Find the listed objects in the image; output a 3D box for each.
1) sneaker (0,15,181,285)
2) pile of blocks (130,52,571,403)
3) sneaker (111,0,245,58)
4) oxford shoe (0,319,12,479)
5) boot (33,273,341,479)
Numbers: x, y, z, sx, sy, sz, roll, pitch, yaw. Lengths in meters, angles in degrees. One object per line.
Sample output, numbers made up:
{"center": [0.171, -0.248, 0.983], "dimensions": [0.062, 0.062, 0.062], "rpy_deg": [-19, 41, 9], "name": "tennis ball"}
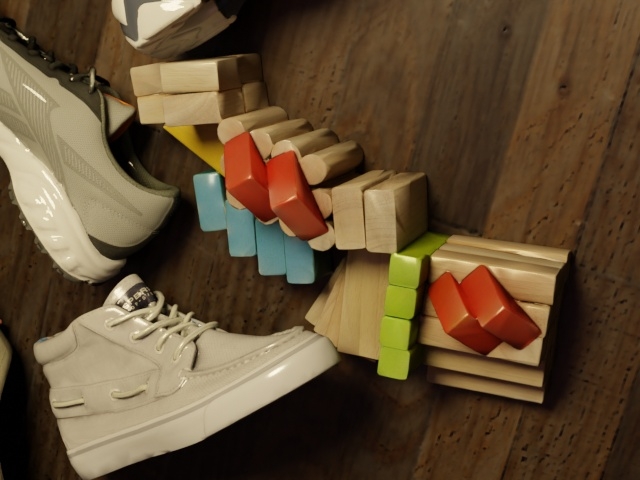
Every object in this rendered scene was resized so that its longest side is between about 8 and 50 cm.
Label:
{"center": [-0.201, -0.103, 0.941], "dimensions": [0.108, 0.100, 0.271], "rpy_deg": [-34, 94, 12], "name": "sneaker"}
{"center": [0.000, 0.000, 0.874], "dimensions": [0.362, 0.113, 0.149], "rpy_deg": [34, 109, 11], "name": "pile of blocks"}
{"center": [-0.054, -0.240, 0.854], "dimensions": [0.235, 0.094, 0.153], "rpy_deg": [-32, 82, 15], "name": "sneaker"}
{"center": [-0.322, 0.055, 1.002], "dimensions": [0.140, 0.147, 0.396], "rpy_deg": [-15, 79, 44], "name": "oxford shoe"}
{"center": [-0.109, 0.080, 0.922], "dimensions": [0.258, 0.095, 0.123], "rpy_deg": [-26, 89, 35], "name": "boot"}
